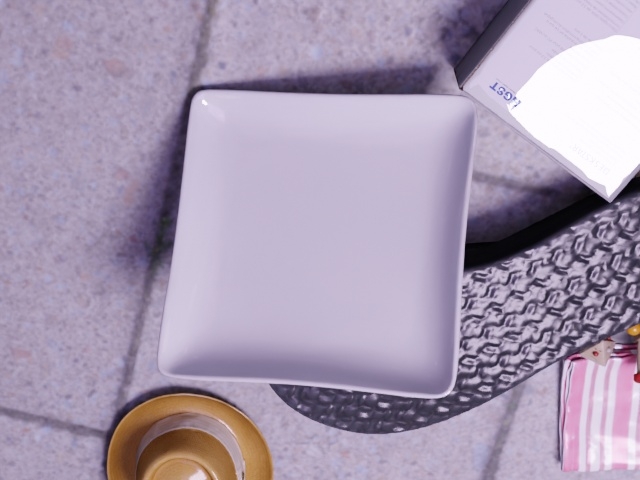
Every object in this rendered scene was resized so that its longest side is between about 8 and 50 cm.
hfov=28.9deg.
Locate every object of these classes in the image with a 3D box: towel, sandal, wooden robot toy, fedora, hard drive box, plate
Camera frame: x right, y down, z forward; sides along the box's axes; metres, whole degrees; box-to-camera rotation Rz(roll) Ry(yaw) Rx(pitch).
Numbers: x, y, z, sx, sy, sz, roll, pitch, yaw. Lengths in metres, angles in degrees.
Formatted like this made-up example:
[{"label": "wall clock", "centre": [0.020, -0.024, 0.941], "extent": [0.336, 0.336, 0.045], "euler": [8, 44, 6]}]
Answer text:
[{"label": "towel", "centre": [0.348, 0.176, 1.286], "extent": [0.197, 0.029, 0.144], "euler": [-2, 112, 3]}, {"label": "sandal", "centre": [0.160, 0.065, 1.217], "extent": [0.445, 0.107, 0.168], "euler": [-19, 108, 1]}, {"label": "wooden robot toy", "centre": [0.345, 0.098, 1.215], "extent": [0.173, 0.079, 0.076], "euler": [0, 72, 2]}, {"label": "fedora", "centre": [-0.141, 0.258, 1.308], "extent": [0.194, 0.079, 0.194], "euler": [1, 112, 2]}, {"label": "hard drive box", "centre": [0.262, -0.183, 1.117], "extent": [0.181, 0.089, 0.232], "euler": [36, 108, -11]}, {"label": "plate", "centre": [0.000, 0.000, 1.142], "extent": [0.278, 0.045, 0.277], "euler": [3, 77, 15]}]

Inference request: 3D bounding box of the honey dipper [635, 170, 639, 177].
[{"label": "honey dipper", "centre": [0.375, -0.036, 1.206], "extent": [0.160, 0.030, 0.030], "euler": [27, 110, -4]}]
